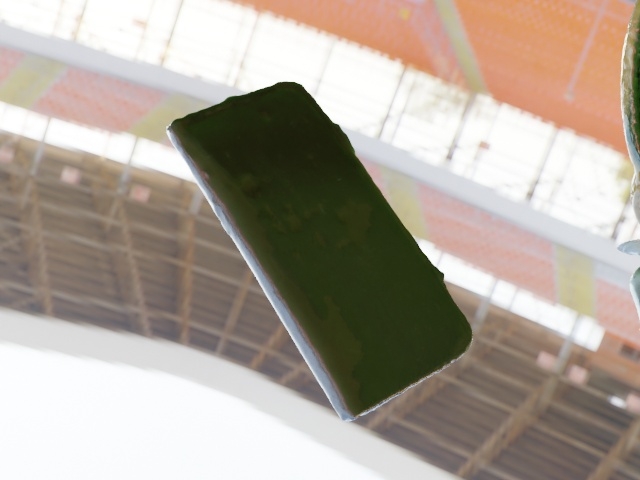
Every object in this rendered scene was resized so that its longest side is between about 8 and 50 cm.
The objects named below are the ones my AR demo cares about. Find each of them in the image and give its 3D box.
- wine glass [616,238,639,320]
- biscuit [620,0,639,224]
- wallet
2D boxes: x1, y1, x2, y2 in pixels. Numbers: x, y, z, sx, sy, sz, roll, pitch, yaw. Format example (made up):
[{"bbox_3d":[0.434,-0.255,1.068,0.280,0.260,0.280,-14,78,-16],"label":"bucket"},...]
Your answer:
[{"bbox_3d":[0.283,0.041,1.249,0.042,0.083,0.039,12,154,-37],"label":"wine glass"},{"bbox_3d":[0.466,-0.156,1.549,0.287,0.344,0.057,0,-170,4],"label":"biscuit"},{"bbox_3d":[0.000,0.000,1.284,0.165,0.042,0.309,-26,-103,-38],"label":"wallet"}]
